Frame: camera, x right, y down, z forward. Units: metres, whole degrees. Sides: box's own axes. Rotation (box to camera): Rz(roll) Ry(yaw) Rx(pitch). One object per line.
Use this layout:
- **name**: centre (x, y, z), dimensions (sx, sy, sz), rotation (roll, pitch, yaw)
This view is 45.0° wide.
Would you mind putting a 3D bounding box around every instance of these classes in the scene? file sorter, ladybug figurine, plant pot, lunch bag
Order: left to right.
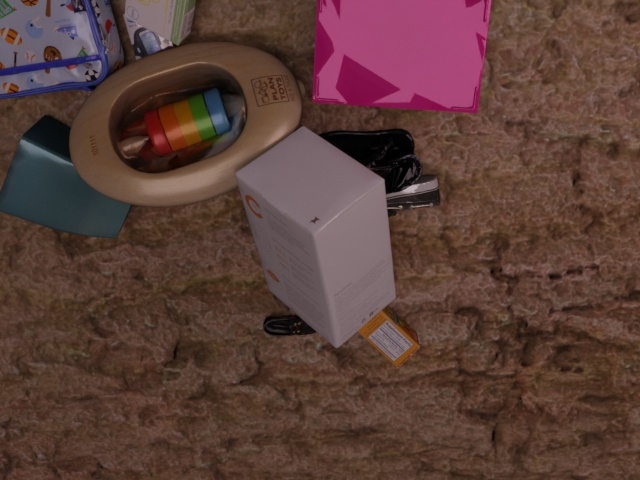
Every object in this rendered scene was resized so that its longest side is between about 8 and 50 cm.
- **lunch bag**: centre (-0.529, -0.391, 1.463), dimensions (0.303, 0.115, 0.243), rotation (-4, 114, 13)
- **plant pot**: centre (-0.492, -0.111, 1.554), dimensions (0.234, 0.165, 0.165), rotation (25, 111, -12)
- **ladybug figurine**: centre (-0.240, -0.209, 1.461), dimensions (0.449, 0.162, 0.305), rotation (-15, 77, -1)
- **file sorter**: centre (0.142, -0.358, 1.403), dimensions (0.291, 0.182, 0.202), rotation (4, 112, 3)

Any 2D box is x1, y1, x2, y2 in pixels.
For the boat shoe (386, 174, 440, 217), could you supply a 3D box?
- **boat shoe**: centre (0.134, -0.079, 1.564), dimensions (0.219, 0.078, 0.070), rotation (-9, 109, 5)

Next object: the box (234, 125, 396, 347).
- **box**: centre (0.000, 0.000, 1.435), dimensions (0.168, 0.215, 0.345), rotation (-38, 145, -21)

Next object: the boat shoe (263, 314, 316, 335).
- **boat shoe**: centre (-0.060, 0.190, 1.698), dimensions (0.133, 0.042, 0.048), rotation (2, 109, 2)

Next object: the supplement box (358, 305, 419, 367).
- **supplement box**: centre (0.108, 0.163, 1.657), dimensions (0.080, 0.078, 0.233), rotation (-42, 103, 14)

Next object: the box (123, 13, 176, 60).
- **box**: centre (-0.329, -0.398, 1.503), dimensions (0.081, 0.028, 0.136), rotation (-11, 111, 8)

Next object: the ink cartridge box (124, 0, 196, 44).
- **ink cartridge box**: centre (-0.334, -0.483, 1.396), dimensions (0.235, 0.056, 0.171), rotation (28, 139, 4)

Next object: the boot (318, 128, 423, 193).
- **boot**: centre (0.068, -0.148, 1.474), dimensions (0.247, 0.207, 0.094), rotation (-7, 110, 7)
